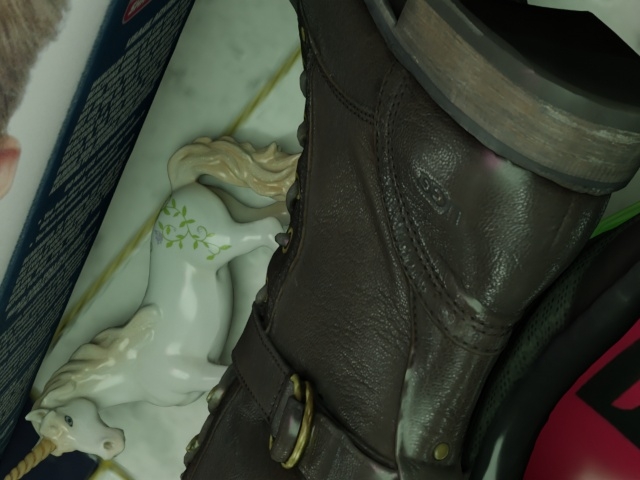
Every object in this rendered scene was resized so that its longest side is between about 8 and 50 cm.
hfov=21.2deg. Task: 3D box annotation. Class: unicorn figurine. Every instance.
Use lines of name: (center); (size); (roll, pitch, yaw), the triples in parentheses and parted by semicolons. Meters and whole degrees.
unicorn figurine: (-0.050, 0.035, 0.676); (0.111, 0.060, 0.162); (13, 82, 4)

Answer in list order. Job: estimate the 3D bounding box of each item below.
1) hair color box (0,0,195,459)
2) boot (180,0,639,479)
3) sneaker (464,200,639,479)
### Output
hair color box: (-0.162, -0.039, 0.587); (0.174, 0.105, 0.347); (30, 128, 3)
boot: (0.000, 0.000, 0.584); (0.091, 0.263, 0.229); (12, 117, -26)
sneaker: (0.206, -0.006, 0.498); (0.185, 0.202, 0.483); (37, 121, -3)
